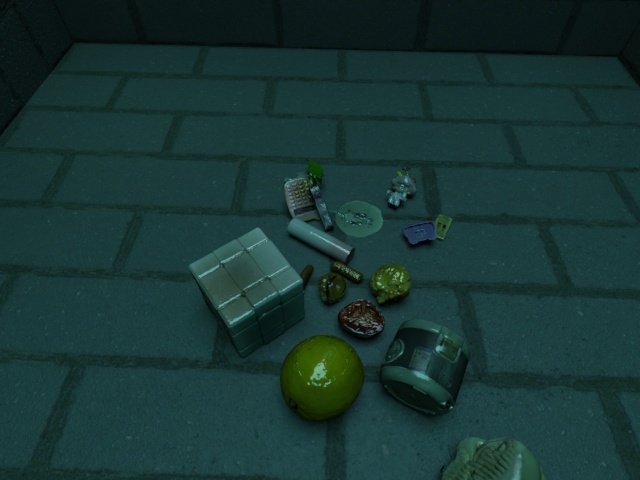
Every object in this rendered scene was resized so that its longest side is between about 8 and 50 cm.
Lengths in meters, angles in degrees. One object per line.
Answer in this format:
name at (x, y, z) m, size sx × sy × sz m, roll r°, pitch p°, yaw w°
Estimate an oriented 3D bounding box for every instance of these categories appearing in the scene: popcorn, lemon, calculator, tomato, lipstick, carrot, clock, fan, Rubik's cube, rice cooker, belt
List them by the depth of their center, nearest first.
lemon at (0.005, 0.473, 1.414) m, size 0.298 × 0.297 × 0.296 m, roll 0°, pitch 53°, yaw 0°
rice cooker at (0.372, 0.438, 1.443) m, size 0.289 × 0.288 × 0.277 m, roll 23°, pitch 58°, yaw 16°
Rubik's cube at (-0.275, 0.204, 1.589) m, size 0.316 × 0.321 × 0.318 m, roll -31°, pitch 60°, yaw -20°
tomato at (0.167, 0.334, 1.641) m, size 0.166 × 0.082 × 0.174 m, roll -32°, pitch 55°, yaw -26°
popcorn at (0.296, 0.184, 1.716) m, size 0.180 × 0.170 × 0.180 m, roll -10°, pitch 15°, yaw 3°
carrot at (-0.076, 0.171, 1.782) m, size 0.055 × 0.055 × 0.161 m, roll 19°, pitch 53°, yaw 14°
lipstick at (0.000, 0.000, 1.887) m, size 0.327 × 0.087 × 0.087 m, roll 28°, pitch 58°, yaw 19°
clock at (0.474, -0.027, 1.921) m, size 0.153 × 0.050 × 0.109 m, roll -13°, pitch 57°, yaw 3°
belt at (0.005, -0.161, 1.975) m, size 0.053 × 0.071 × 0.231 m, roll -22°, pitch 90°, yaw -6°
calculator at (-0.092, -0.199, 2.002) m, size 0.157 × 0.033 × 0.236 m, roll -16°, pitch 93°, yaw -12°
fan at (0.110, -0.133, 2.034) m, size 0.415 × 0.012 × 0.233 m, roll 15°, pitch 54°, yaw 11°

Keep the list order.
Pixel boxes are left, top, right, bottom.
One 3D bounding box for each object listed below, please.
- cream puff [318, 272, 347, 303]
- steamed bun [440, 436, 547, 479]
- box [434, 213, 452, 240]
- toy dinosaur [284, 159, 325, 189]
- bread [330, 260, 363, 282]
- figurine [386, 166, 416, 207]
cream puff at (0.046, 0.202, 1.724) m, size 0.104 × 0.119 × 0.132 m, roll 12°, pitch 88°, yaw 44°
steamed bun at (0.518, 0.776, 1.204) m, size 0.237 × 0.394 × 0.346 m, roll 42°, pitch 20°, yaw 0°
box at (0.589, -0.065, 1.982) m, size 0.073 × 0.020 × 0.149 m, roll 23°, pitch 57°, yaw 18°
toy dinosaur at (-0.074, -0.305, 2.095) m, size 0.194 × 0.177 × 0.152 m, roll 19°, pitch 44°, yaw -22°
bread at (0.119, 0.139, 1.810) m, size 0.157 × 0.044 × 0.052 m, roll 26°, pitch 63°, yaw 19°
figurine at (0.419, -0.262, 2.079) m, size 0.138 × 0.112 × 0.228 m, roll 23°, pitch 69°, yaw 25°
